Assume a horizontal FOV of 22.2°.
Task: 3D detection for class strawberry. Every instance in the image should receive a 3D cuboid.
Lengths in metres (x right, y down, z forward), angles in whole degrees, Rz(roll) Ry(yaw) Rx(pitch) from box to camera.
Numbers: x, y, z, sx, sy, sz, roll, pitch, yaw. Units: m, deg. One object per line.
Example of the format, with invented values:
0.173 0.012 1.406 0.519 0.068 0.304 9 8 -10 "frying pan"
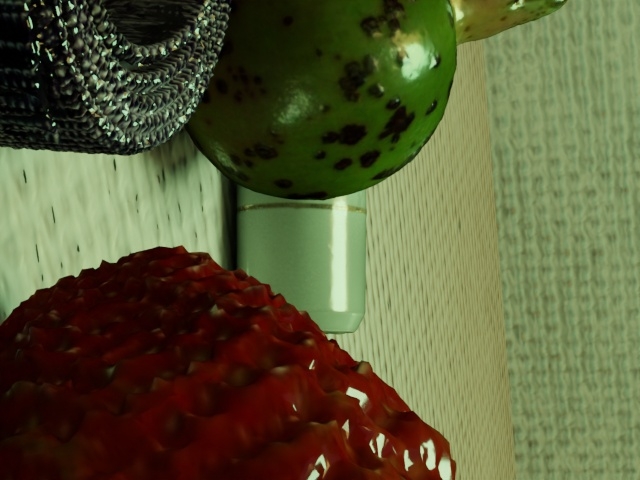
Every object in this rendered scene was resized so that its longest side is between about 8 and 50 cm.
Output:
-0.088 0.153 0.768 0.351 0.267 0.312 59 -44 51 "strawberry"

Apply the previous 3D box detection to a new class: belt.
-0.124 -0.176 0.861 0.325 0.122 0.260 -33 125 -73 "belt"

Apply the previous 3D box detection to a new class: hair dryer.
0.000 0.000 1.440 0.357 0.107 0.173 32 59 -81 "hair dryer"

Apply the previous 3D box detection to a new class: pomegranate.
0.026 -0.152 1.147 0.231 0.286 0.231 61 12 -22 "pomegranate"
